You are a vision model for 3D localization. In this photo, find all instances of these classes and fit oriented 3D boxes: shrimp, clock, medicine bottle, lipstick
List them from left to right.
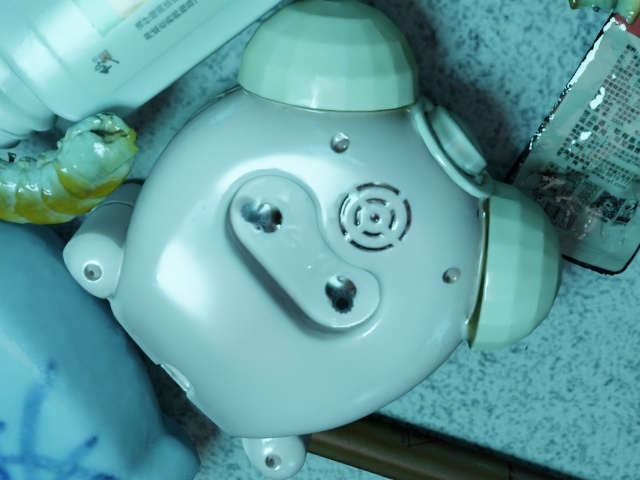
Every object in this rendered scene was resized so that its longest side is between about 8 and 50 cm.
[{"bbox_3d":[-0.233,-0.078,0.811,0.161,0.049,0.166,-31,126,32],"label":"shrimp"},{"bbox_3d":[-0.159,-0.204,0.828,0.324,0.124,0.179,-32,104,17],"label":"medicine bottle"},{"bbox_3d":[0.000,0.000,0.897,0.326,0.184,0.342,-37,110,14],"label":"clock"},{"bbox_3d":[0.137,0.235,1.077,0.356,0.057,0.057,20,115,-8],"label":"lipstick"}]

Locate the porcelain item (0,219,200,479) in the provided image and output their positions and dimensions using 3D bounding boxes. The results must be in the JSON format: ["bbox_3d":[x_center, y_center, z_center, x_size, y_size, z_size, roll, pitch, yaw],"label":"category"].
[{"bbox_3d":[-0.295,0.108,0.949,0.242,0.178,0.405,-31,111,15],"label":"porcelain item"}]

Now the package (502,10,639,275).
[{"bbox_3d":[0.268,-0.082,0.933,0.154,0.030,0.239,24,118,-13],"label":"package"}]

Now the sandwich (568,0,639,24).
[{"bbox_3d":[0.237,-0.301,0.794,0.094,0.096,0.258,10,115,-12],"label":"sandwich"}]
